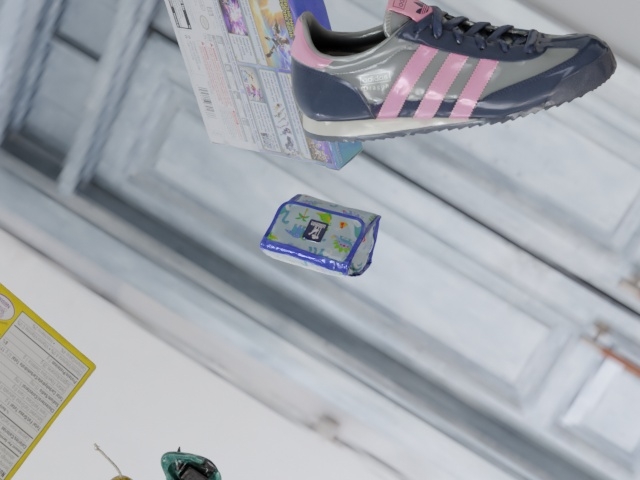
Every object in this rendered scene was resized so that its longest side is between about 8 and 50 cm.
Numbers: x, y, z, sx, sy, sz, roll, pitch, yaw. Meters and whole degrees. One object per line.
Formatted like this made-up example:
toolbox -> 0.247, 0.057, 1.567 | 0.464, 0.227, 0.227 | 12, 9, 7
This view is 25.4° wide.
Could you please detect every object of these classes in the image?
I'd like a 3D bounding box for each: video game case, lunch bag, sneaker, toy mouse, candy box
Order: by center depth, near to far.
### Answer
candy box -> -0.252, 0.057, 0.914 | 0.105, 0.206, 0.027 | -53, 18, -22
toy mouse -> -0.130, 0.245, 1.310 | 0.031, 0.143, 0.161 | -131, 35, -70
sneaker -> 0.121, -0.181, 1.377 | 0.112, 0.319, 0.131 | -73, -29, -62
video game case -> -0.079, -0.237, 1.861 | 0.061, 0.244, 0.269 | -40, -51, -33
lunch bag -> 0.000, 0.000, 1.938 | 0.151, 0.129, 0.096 | -43, -34, -64
